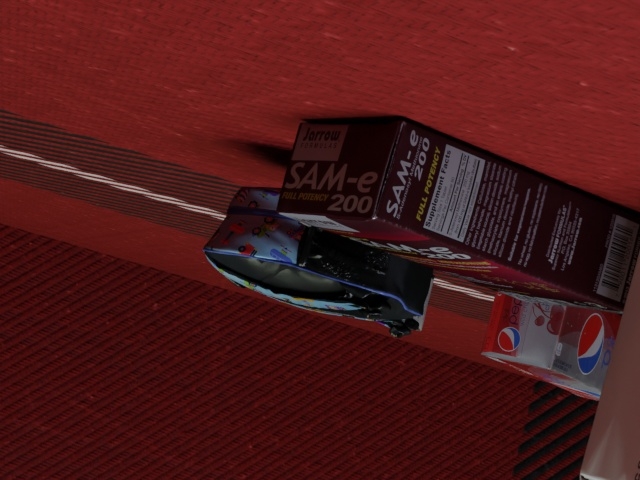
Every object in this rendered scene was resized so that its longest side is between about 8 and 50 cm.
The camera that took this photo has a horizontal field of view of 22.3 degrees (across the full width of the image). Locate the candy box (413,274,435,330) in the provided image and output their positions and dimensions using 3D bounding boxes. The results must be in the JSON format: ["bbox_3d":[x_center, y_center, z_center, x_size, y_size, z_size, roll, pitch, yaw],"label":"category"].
[{"bbox_3d":[0.018,0.035,1.782,0.165,0.070,0.196,12,172,22],"label":"candy box"}]

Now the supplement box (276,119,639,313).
[{"bbox_3d":[0.105,-0.015,1.148,0.239,0.073,0.130,20,172,-31],"label":"supplement box"}]

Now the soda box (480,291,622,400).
[{"bbox_3d":[0.269,0.110,1.742,0.083,0.092,0.263,10,172,32],"label":"soda box"}]

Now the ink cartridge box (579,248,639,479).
[{"bbox_3d":[0.337,0.108,1.107,0.273,0.198,0.115,18,174,-21],"label":"ink cartridge box"}]

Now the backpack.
[{"bbox_3d":[0.000,0.000,1.313,0.173,0.117,0.158,13,173,16],"label":"backpack"}]
